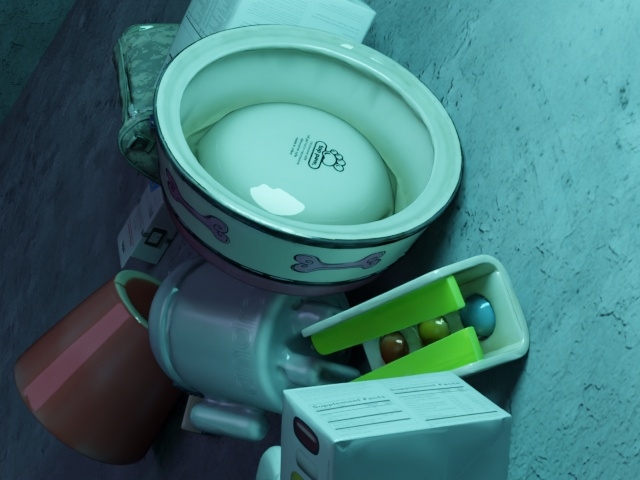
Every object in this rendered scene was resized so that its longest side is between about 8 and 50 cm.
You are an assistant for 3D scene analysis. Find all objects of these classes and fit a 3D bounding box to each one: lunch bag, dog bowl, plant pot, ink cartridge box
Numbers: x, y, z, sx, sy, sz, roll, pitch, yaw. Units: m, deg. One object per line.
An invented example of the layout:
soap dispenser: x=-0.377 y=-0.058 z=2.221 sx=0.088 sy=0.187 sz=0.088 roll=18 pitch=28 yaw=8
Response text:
lunch bag: x=-0.237 y=-0.228 z=2.432 sx=0.212 sy=0.256 sz=0.305 roll=-54 pitch=32 yaw=32
dog bowl: x=-0.028 y=-0.099 z=1.837 sx=0.150 sy=0.408 sz=0.408 roll=109 pitch=160 yaw=-44
plant pot: x=-0.336 y=0.201 z=2.366 sx=0.243 sy=0.275 sz=0.275 roll=-50 pitch=32 yaw=16
ink cartridge box: x=-0.321 y=-0.032 z=2.681 sx=0.180 sy=0.060 sz=0.104 roll=-55 pitch=32 yaw=29

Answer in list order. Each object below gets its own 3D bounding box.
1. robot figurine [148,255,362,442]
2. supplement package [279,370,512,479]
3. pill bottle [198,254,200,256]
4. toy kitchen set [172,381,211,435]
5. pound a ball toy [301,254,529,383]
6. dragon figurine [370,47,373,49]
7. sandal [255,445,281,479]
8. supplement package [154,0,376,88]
robot figurine: x=-0.097 y=0.125 z=1.935 sx=0.353 sy=0.200 sz=0.300 roll=8 pitch=78 yaw=40
supplement package: x=0.072 y=0.292 z=1.485 sx=0.145 sy=0.204 sz=0.261 roll=-146 pitch=55 yaw=-63
pill bottle: x=-0.119 y=0.018 z=2.166 sx=0.121 sy=0.121 sz=0.216 roll=-19 pitch=41 yaw=58
toy kitchen set: x=-0.134 y=0.246 z=2.153 sx=0.207 sy=0.166 sz=0.122 roll=60 pitch=-136 yaw=-76
pound a ball toy: x=0.116 y=0.162 z=1.692 sx=0.319 sy=0.136 sz=0.208 roll=-29 pitch=79 yaw=50
dragon figurine: x=0.037 y=-0.258 z=2.122 sx=0.144 sy=0.085 sz=0.289 roll=-51 pitch=34 yaw=35
sandal: x=0.005 y=0.451 z=1.728 sx=0.169 sy=0.102 sz=0.416 roll=118 pitch=143 yaw=-50
supplement package: x=-0.088 y=-0.279 z=2.053 sx=0.262 sy=0.199 sz=0.198 roll=-63 pitch=29 yaw=17
